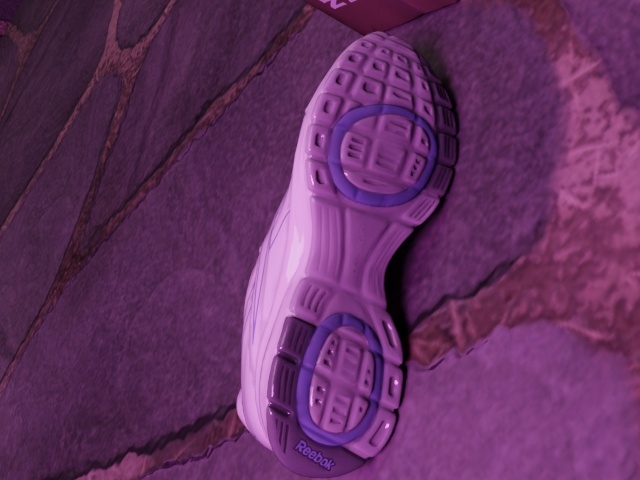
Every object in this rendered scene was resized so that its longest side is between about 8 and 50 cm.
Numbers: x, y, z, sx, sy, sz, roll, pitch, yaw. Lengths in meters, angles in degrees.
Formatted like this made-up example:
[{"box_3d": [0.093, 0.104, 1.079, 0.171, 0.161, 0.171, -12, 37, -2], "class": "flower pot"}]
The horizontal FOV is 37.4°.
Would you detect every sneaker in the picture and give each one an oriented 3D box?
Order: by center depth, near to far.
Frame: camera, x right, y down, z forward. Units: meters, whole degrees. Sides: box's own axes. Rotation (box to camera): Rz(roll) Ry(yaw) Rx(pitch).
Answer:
[{"box_3d": [0.000, 0.000, 0.624, 0.129, 0.111, 0.297, -10, 60, 61], "class": "sneaker"}]

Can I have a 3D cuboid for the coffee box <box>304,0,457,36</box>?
[{"box_3d": [0.044, -0.333, 0.721, 0.119, 0.168, 0.297, -3, 66, 57], "class": "coffee box"}]
